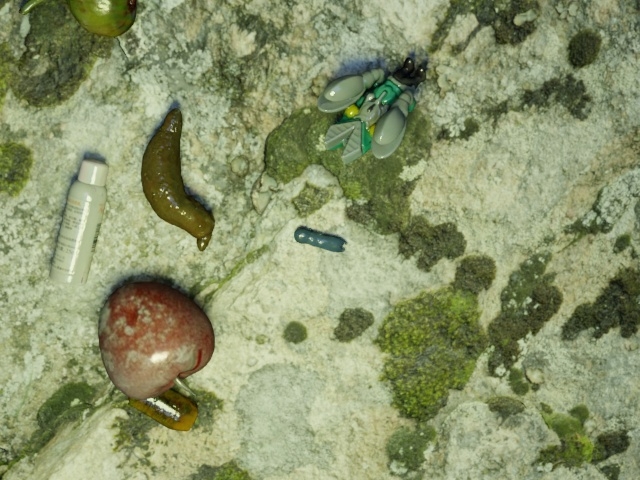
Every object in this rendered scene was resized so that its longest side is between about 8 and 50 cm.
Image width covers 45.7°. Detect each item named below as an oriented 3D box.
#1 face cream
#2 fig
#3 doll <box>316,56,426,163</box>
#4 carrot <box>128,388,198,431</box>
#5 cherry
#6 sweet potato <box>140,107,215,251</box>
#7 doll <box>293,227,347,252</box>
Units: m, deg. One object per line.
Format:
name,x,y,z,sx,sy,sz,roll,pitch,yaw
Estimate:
face cream,-0.504,-0.041,1.602,0.082,0.082,0.269,16,99,-10
fig,-0.488,-0.482,1.516,0.245,0.149,0.149,5,101,12
doll,0.100,-0.289,1.603,0.195,0.153,0.258,13,73,18
carrot,-0.359,0.366,1.699,0.173,0.082,0.082,27,97,-10
cherry,-0.346,0.222,1.608,0.236,0.213,0.285,-38,84,-22
sweet potato,-0.311,-0.113,1.604,0.124,0.098,0.310,-22,102,-24
doll,0.000,0.000,1.699,0.125,0.027,0.037,16,99,-13
